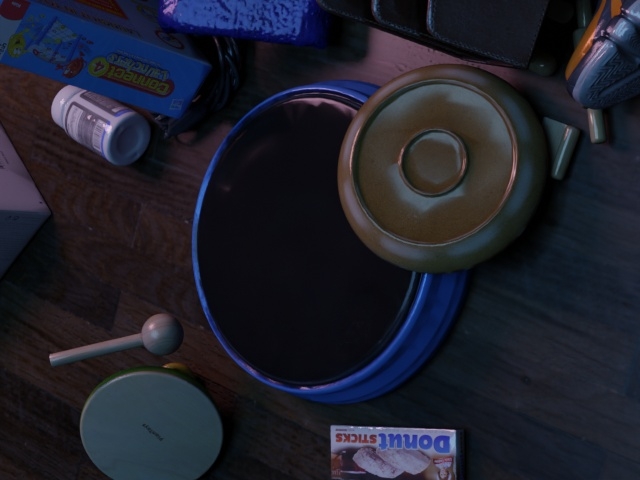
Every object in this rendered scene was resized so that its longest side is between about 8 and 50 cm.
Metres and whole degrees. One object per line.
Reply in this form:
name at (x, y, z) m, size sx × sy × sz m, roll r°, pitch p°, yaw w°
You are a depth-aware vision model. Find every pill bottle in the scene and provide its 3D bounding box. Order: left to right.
pill bottle at (-0.304, -0.162, 1.863) m, size 0.137 × 0.078 × 0.078 m, roll 31°, pitch 106°, yaw 36°

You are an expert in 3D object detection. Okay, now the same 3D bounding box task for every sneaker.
sneaker at (0.326, -0.294, 1.362) m, size 0.321 × 0.124 × 0.180 m, roll -51°, pitch 54°, yaw 12°

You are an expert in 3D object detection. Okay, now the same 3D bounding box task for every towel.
towel at (-0.073, -0.393, 1.661) m, size 0.228 × 0.076 × 0.308 m, roll 9°, pitch 90°, yaw 13°

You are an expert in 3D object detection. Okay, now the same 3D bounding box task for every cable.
cable at (-0.172, -0.231, 1.790) m, size 0.184 × 0.047 × 0.150 m, roll -38°, pitch 60°, yaw 33°

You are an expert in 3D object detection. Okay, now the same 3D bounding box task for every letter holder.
letter holder at (0.139, -0.353, 1.385) m, size 0.152 × 0.214 × 0.302 m, roll -146°, pitch 74°, yaw -71°

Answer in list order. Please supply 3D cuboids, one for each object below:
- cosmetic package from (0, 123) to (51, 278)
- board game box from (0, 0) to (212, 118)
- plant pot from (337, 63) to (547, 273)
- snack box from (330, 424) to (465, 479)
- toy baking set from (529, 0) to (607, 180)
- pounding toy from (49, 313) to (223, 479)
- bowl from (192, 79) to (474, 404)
cosmetic package at (-0.553, -0.049, 2.017) m, size 0.224 × 0.138 × 0.224 m, roll -49°, pitch 60°, yaw 27°
board game box at (-0.332, -0.302, 1.711) m, size 0.086 × 0.308 × 0.302 m, roll -56°, pitch 44°, yaw 20°
plant pot at (0.126, -0.082, 1.467) m, size 0.236 × 0.032 × 0.236 m, roll -4°, pitch 79°, yaw 19°
snack box at (0.087, 0.247, 1.565) m, size 0.178 × 0.022 × 0.064 m, roll -4°, pitch 83°, yaw 38°
toy baking set at (0.221, -0.190, 1.480) m, size 0.197 × 0.030 × 0.256 m, roll -5°, pitch 84°, yaw 38°
pounding toy at (-0.222, 0.197, 1.749) m, size 0.183 × 0.110 × 0.237 m, roll -16°, pitch 115°, yaw 8°
bowl at (0.000, 0.000, 1.615) m, size 0.391 × 0.077 × 0.391 m, roll -3°, pitch 85°, yaw 39°
